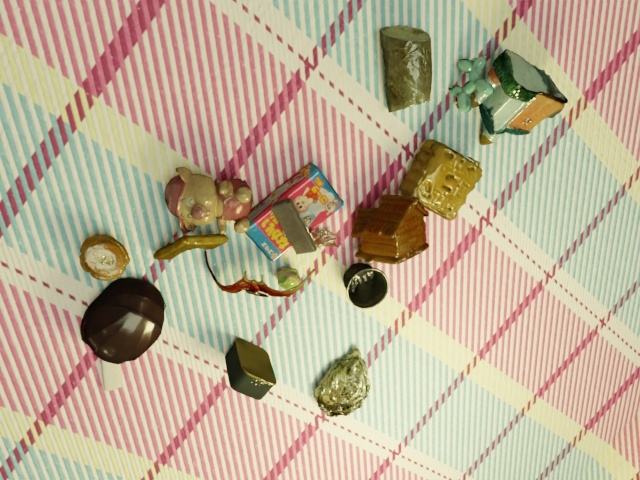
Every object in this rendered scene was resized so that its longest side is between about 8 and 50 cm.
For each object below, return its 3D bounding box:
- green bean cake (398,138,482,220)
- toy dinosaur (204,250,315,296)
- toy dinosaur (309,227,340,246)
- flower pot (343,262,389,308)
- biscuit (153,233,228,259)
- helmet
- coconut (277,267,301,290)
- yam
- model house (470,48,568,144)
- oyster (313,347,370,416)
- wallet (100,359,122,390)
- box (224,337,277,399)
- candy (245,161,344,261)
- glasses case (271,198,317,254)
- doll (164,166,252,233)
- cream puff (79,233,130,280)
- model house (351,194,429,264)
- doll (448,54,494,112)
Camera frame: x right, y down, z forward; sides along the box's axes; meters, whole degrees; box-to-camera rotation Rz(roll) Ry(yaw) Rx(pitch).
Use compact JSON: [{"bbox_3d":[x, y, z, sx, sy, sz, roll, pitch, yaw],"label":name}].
[{"bbox_3d":[0.407,-0.205,1.853,0.230,0.131,0.224,24,102,-27],"label":"green bean cake"},{"bbox_3d":[-0.195,0.114,1.761,0.328,0.112,0.206,-3,157,24],"label":"toy dinosaur"},{"bbox_3d":[0.001,0.001,1.813,0.108,0.032,0.220,-41,155,13],"label":"toy dinosaur"},{"bbox_3d":[0.151,0.149,1.933,0.158,0.107,0.157,-5,112,-14],"label":"flower pot"},{"bbox_3d":[-0.397,0.019,1.698,0.183,0.174,0.038,-5,74,-47],"label":"biscuit"},{"bbox_3d":[-0.605,0.276,1.692,0.225,0.177,0.305,30,99,-29],"label":"helmet"},{"bbox_3d":[-0.106,0.128,1.851,0.083,0.082,0.081,41,102,-5],"label":"coconut"},{"bbox_3d":[0.265,-0.520,1.665,0.154,0.154,0.254,-13,113,-13],"label":"yam"},{"bbox_3d":[0.613,-0.441,1.825,0.253,0.184,0.291,8,138,-32],"label":"model house"},{"bbox_3d":[0.095,0.554,2.097,0.268,0.112,0.198,-40,98,10],"label":"oyster"},{"bbox_3d":[-0.689,0.439,1.817,0.061,0.025,0.122,-6,114,-24],"label":"wallet"},{"bbox_3d":[-0.244,0.438,1.871,0.144,0.201,0.090,32,103,-28],"label":"box"},{"bbox_3d":[-0.093,-0.090,1.752,0.306,0.100,0.157,-40,120,0],"label":"candy"},{"bbox_3d":[-0.079,-0.041,1.687,0.072,0.042,0.190,-8,124,32],"label":"glasses case"},{"bbox_3d":[-0.330,-0.111,1.623,0.256,0.152,0.196,5,97,-9],"label":"doll"},{"bbox_3d":[-0.639,0.047,1.621,0.126,0.103,0.144,-50,119,-8],"label":"cream puff"},{"bbox_3d":[0.233,-0.050,1.834,0.220,0.199,0.229,-29,124,-44],"label":"model house"},{"bbox_3d":[0.478,-0.508,1.745,0.059,0.158,0.159,4,143,-45],"label":"doll"}]
